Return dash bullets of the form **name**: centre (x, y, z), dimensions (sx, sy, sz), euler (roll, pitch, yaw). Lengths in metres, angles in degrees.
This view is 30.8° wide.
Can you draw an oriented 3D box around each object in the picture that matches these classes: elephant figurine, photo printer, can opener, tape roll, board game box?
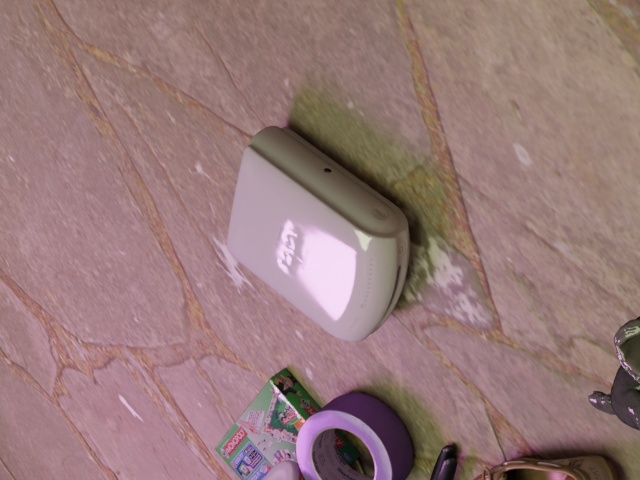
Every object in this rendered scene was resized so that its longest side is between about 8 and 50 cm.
- **elephant figurine**: centre (0.446, 0.124, 1.434), dimensions (0.169, 0.186, 0.239), euler (-105, 11, -72)
- **photo printer**: centre (0.000, 0.000, 1.817), dimensions (0.307, 0.107, 0.256), euler (38, 137, 22)
- **can opener**: centre (0.200, 0.412, 1.942), dimensions (0.059, 0.073, 0.186), euler (-108, 20, -54)
- **tape roll**: centre (0.057, 0.362, 1.988), dimensions (0.189, 0.080, 0.189), euler (10, 110, 29)
- **board game box**: centre (-0.070, 0.401, 2.208), dimensions (0.213, 0.046, 0.317), euler (49, 140, 10)

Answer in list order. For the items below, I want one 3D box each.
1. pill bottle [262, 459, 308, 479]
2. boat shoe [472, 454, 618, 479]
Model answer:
- **pill bottle**: centre (0.001, 0.494, 2.082), dimensions (0.221, 0.124, 0.124), euler (35, 146, -21)
- **boat shoe**: centre (0.308, 0.373, 1.742), dimensions (0.285, 0.089, 0.104), euler (-29, 64, 45)
